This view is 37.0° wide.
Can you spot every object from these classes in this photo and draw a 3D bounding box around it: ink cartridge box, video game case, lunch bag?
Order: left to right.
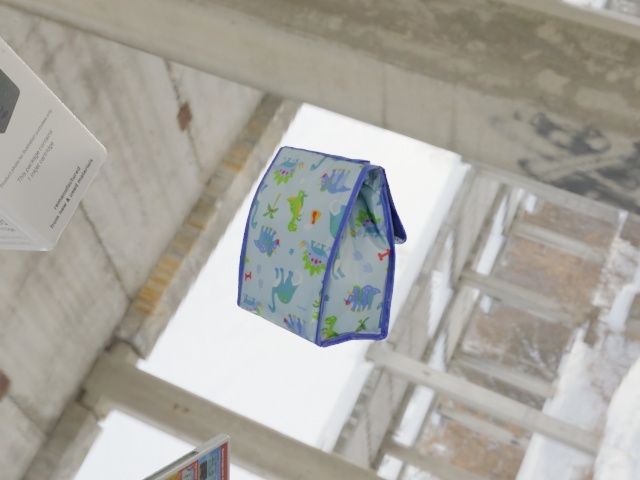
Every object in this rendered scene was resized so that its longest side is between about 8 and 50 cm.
[{"bbox_3d":[-0.339,-0.114,0.760,0.273,0.198,0.115,52,-130,-42],"label":"ink cartridge box"},{"bbox_3d":[-0.257,0.475,1.628,0.285,0.025,0.204,-22,-60,-50],"label":"video game case"},{"bbox_3d":[0.000,0.000,0.817,0.096,0.129,0.151,-5,-76,-39],"label":"lunch bag"}]
